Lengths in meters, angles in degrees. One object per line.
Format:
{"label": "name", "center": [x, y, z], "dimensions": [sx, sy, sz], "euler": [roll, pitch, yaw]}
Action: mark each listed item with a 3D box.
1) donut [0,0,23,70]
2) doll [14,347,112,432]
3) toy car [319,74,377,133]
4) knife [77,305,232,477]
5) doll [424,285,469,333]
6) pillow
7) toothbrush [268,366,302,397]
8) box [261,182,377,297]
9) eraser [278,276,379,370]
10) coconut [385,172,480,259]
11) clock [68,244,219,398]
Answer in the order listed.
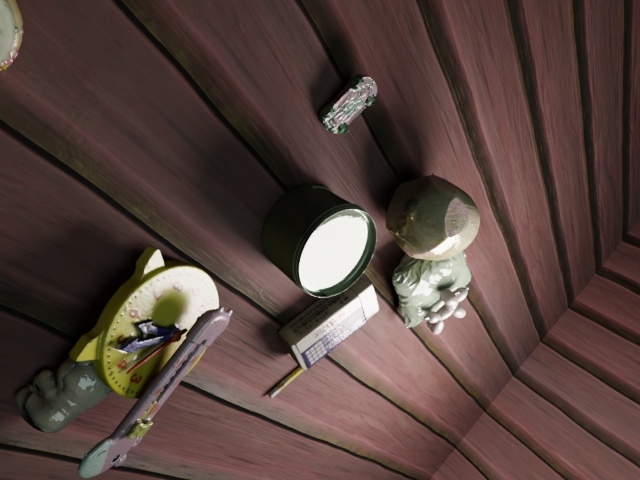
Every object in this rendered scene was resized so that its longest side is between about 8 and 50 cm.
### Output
{"label": "donut", "center": [-0.449, -0.258, 0.561], "dimensions": [0.166, 0.065, 0.108], "euler": [-44, 135, -11]}
{"label": "doll", "center": [-0.469, 0.280, 0.854], "dimensions": [0.192, 0.095, 0.149], "euler": [-42, 133, -8]}
{"label": "toy car", "center": [0.058, -0.295, 0.966], "dimensions": [0.142, 0.055, 0.069], "euler": [-44, 136, 10]}
{"label": "knife", "center": [-0.309, 0.292, 0.875], "dimensions": [0.399, 0.038, 0.132], "euler": [-54, 158, -6]}
{"label": "doll", "center": [0.384, 0.203, 1.357], "dimensions": [0.161, 0.059, 0.160], "euler": [-33, 142, -1]}
{"label": "pillow", "center": [0.340, 0.116, 1.389], "dimensions": [0.283, 0.138, 0.310], "euler": [-41, 137, -10]}
{"label": "toothbrush", "center": [-0.037, 0.357, 1.309], "dimensions": [0.288, 0.021, 0.024], "euler": [-37, 122, -17]}
{"label": "box", "center": [0.000, 0.000, 1.030], "dimensions": [0.226, 0.149, 0.226], "euler": [-21, 128, -30]}
{"label": "eraser", "center": [0.029, 0.221, 1.236], "dimensions": [0.278, 0.081, 0.124], "euler": [-35, 132, -17]}
{"label": "coconut", "center": [0.283, -0.062, 1.177], "dimensions": [0.230, 0.227, 0.227], "euler": [16, 104, -44]}
{"label": "clock", "center": [-0.306, 0.177, 0.883], "dimensions": [0.277, 0.071, 0.293], "euler": [-62, 151, -14]}
